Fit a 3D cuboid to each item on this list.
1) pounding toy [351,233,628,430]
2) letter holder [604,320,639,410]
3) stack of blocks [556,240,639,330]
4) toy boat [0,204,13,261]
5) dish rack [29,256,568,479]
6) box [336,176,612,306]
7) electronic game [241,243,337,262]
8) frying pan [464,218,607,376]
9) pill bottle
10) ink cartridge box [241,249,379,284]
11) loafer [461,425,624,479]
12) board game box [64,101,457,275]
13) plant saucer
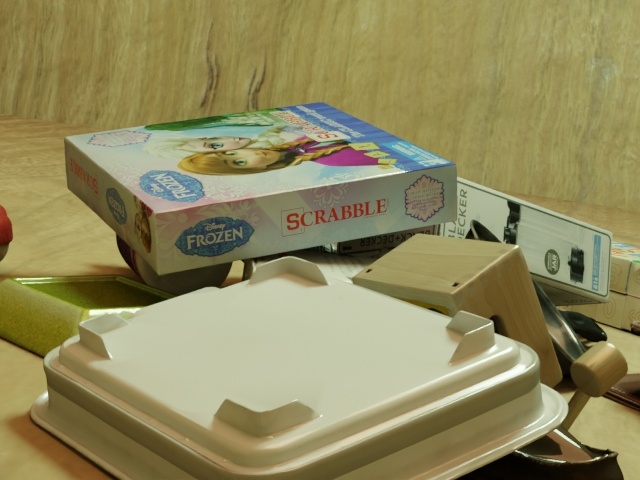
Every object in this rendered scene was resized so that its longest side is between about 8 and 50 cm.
[{"bbox_3d":[0.141,0.102,1.113,0.094,0.181,0.206,-33,23,-30],"label":"pounding toy"},{"bbox_3d":[0.438,0.095,1.341,0.301,0.152,0.214,3,8,-31],"label":"letter holder"},{"bbox_3d":[0.343,0.047,1.786,0.171,0.087,0.297,1,11,-38],"label":"stack of blocks"},{"bbox_3d":[-0.444,-0.049,1.482,0.151,0.151,0.231,15,11,41],"label":"toy boat"},{"bbox_3d":[-0.027,0.090,0.970,0.285,0.072,0.333,-18,21,-33],"label":"dish rack"},{"bbox_3d":[0.180,0.007,1.582,0.290,0.087,0.169,16,-15,-37],"label":"box"},{"bbox_3d":[-0.011,0.018,1.594,0.229,0.048,0.229,24,16,-7],"label":"electronic game"},{"bbox_3d":[0.220,0.060,1.456,0.197,0.053,0.326,52,12,6],"label":"frying pan"},{"bbox_3d":[-0.172,-0.002,1.562,0.108,0.108,0.193,5,9,-20],"label":"pill bottle"},{"bbox_3d":[0.033,0.068,1.337,0.217,0.092,0.158,8,8,-6],"label":"ink cartridge box"},{"bbox_3d":[0.125,0.135,1.010,0.220,0.078,0.080,15,11,41],"label":"loafer"},{"bbox_3d":[-0.072,-0.066,1.439,0.318,0.066,0.318,-11,21,-24],"label":"board game box"},{"bbox_3d":[-0.204,0.068,1.280,0.188,0.045,0.188,0,12,-45],"label":"plant saucer"}]
